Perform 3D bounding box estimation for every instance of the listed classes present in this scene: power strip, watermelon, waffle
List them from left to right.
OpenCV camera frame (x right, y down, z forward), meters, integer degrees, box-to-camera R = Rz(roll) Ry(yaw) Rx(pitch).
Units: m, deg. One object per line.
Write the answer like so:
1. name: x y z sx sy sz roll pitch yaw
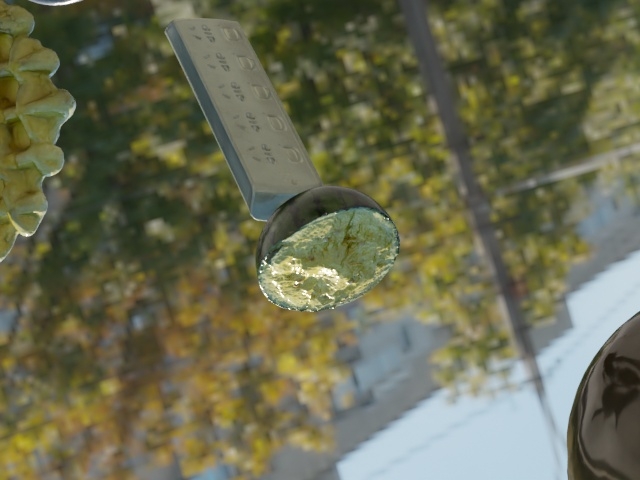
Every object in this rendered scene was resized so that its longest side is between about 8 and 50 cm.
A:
1. waffle: -0.318 -0.110 1.616 0.056 0.261 0.250 -4 133 -54
2. power strip: -0.058 -0.094 1.453 0.060 0.252 0.027 -2 137 -30
3. watermelon: 0.000 0.000 1.308 0.105 0.105 0.062 -18 -132 -9

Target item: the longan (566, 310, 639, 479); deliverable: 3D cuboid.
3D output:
1. longan: 0.338 0.174 1.452 0.297 0.297 0.297 -16 -171 3

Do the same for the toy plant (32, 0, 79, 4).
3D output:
1. toy plant: -0.285 -0.314 1.809 0.279 0.185 0.400 -18 -170 23
